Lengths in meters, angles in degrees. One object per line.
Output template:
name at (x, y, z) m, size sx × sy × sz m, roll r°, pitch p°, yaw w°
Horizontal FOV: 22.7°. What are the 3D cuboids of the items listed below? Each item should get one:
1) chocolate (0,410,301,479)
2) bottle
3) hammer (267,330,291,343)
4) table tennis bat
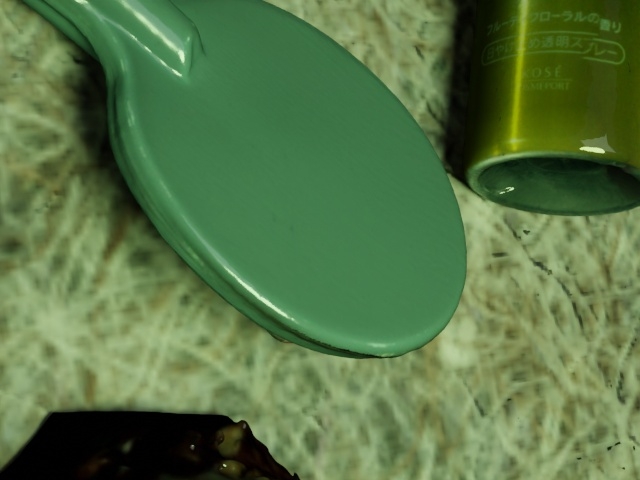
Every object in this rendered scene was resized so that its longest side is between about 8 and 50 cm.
chocolate at (-0.020, 0.124, 0.498) m, size 0.156 × 0.133 × 0.156 m, roll 8°, pitch 75°, yaw -34°
bottle at (0.112, -0.157, 0.675) m, size 0.082 × 0.082 × 0.286 m, roll 17°, pitch 70°, yaw -30°
hammer at (0.000, 0.000, 0.600) m, size 0.083 × 0.031 × 0.052 m, roll -40°, pitch 102°, yaw -39°
table tennis bat at (-0.040, -0.051, 0.563) m, size 0.237 × 0.038 × 0.149 m, roll 40°, pitch 39°, yaw -13°
